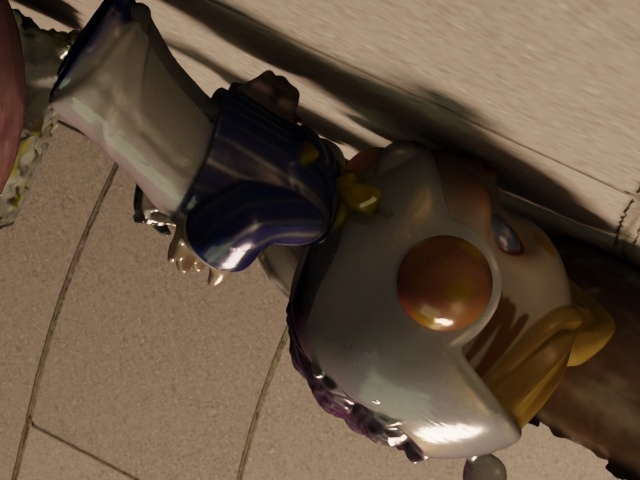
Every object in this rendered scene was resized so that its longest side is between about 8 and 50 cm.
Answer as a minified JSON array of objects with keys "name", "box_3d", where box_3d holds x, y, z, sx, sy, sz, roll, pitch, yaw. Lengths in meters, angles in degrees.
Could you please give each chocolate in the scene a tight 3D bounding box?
[{"name":"chocolate","box_3d":[0.169,0.061,0.781,0.261,0.083,0.161,28,-163,24]}]

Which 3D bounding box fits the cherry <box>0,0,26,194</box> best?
[{"name":"cherry","box_3d":[-0.262,-0.077,0.599,0.261,0.221,0.307,13,178,32]}]

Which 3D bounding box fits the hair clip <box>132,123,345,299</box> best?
[{"name":"hair clip","box_3d":[0.000,0.000,0.855,0.220,0.054,0.140,27,-141,-28]}]

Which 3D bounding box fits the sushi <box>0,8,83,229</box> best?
[{"name":"sushi","box_3d":[-0.237,-0.101,0.905,0.184,0.139,0.274,29,-179,-5]}]

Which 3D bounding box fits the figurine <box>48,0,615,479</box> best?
[{"name":"figurine","box_3d":[0.004,0.000,0.656,0.274,0.133,0.194,31,-170,-37]}]
